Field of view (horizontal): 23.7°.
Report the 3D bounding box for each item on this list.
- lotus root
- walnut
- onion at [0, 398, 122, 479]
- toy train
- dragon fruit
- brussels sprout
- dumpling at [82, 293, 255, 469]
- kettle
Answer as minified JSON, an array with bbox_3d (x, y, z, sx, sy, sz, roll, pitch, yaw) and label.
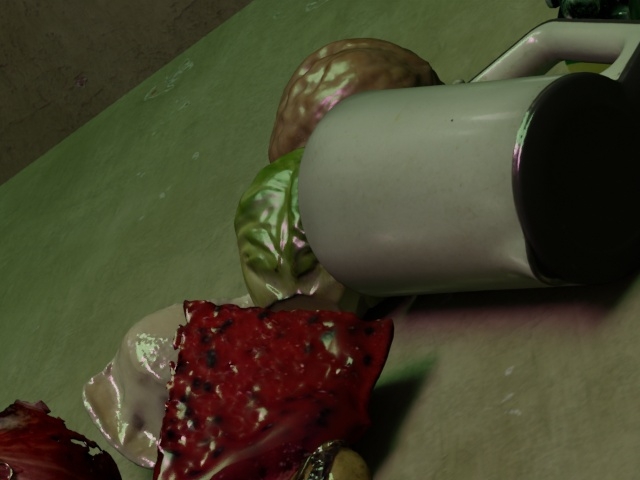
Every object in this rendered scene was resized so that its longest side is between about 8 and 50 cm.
[{"bbox_3d":[-0.013,0.316,1.489,0.110,0.097,0.258,-24,34,54],"label":"lotus root"},{"bbox_3d":[0.056,-0.160,2.111,0.273,0.273,0.227,-37,53,12],"label":"walnut"},{"bbox_3d":[-0.399,0.342,1.779,0.341,0.341,0.341,-35,22,16],"label":"onion"},{"bbox_3d":[0.362,-0.326,1.958,0.120,0.202,0.301,-9,33,22],"label":"toy train"},{"bbox_3d":[-0.112,0.209,1.671,0.302,0.240,0.330,-47,4,44],"label":"dragon fruit"},{"bbox_3d":[0.000,0.000,1.926,0.244,0.244,0.244,-35,22,16],"label":"brussels sprout"},{"bbox_3d":[-0.158,0.178,1.943,0.243,0.175,0.227,-49,48,18],"label":"dumpling"},{"bbox_3d":[0.207,-0.101,1.715,0.377,0.250,0.361,-2,48,55],"label":"kettle"}]
